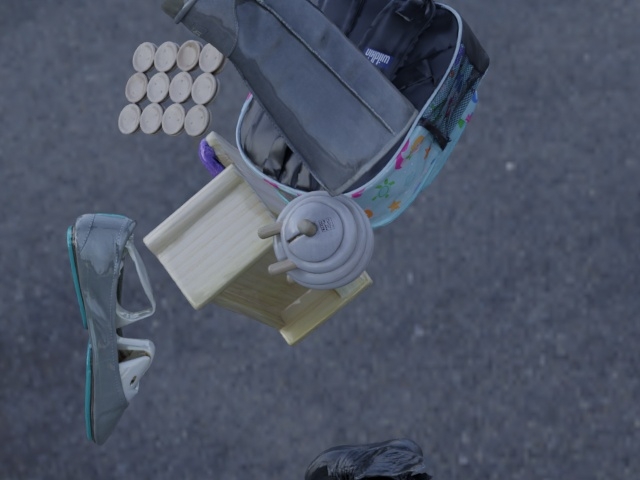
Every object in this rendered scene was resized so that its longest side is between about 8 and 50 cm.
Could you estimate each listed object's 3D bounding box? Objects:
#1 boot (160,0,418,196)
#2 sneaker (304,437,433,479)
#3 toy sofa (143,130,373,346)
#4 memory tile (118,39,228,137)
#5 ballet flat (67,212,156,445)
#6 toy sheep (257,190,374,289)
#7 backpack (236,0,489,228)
[{"bbox_3d":[0.002,-0.168,1.314,0.189,0.208,0.076,-49,5,-6],"label":"boot"},{"bbox_3d":[0.049,0.256,1.798,0.170,0.051,0.089,-17,17,24],"label":"sneaker"},{"bbox_3d":[-0.087,0.006,2.150,0.150,0.362,0.177,-40,69,8],"label":"toy sofa"},{"bbox_3d":[-0.167,-0.172,1.886,0.148,0.113,0.012,5,-9,42],"label":"memory tile"},{"bbox_3d":[-0.173,0.079,1.417,0.068,0.213,0.072,-3,21,-1],"label":"ballet flat"},{"bbox_3d":[0.000,0.000,1.368,0.091,0.091,0.132,4,-3,13],"label":"toy sheep"},{"bbox_3d":[0.040,-0.139,1.814,0.225,0.191,0.253,22,74,28],"label":"backpack"}]
